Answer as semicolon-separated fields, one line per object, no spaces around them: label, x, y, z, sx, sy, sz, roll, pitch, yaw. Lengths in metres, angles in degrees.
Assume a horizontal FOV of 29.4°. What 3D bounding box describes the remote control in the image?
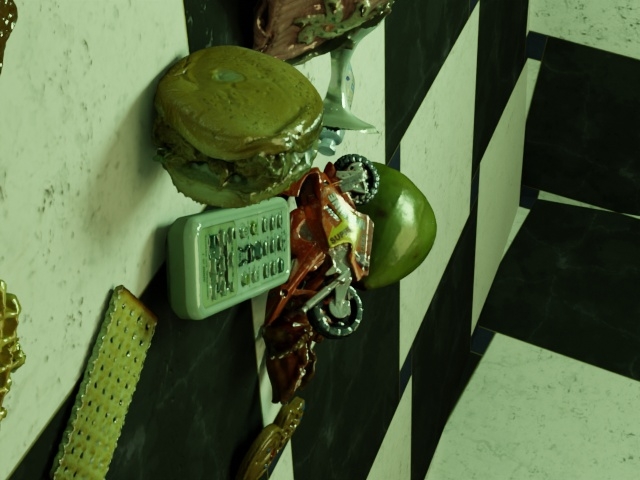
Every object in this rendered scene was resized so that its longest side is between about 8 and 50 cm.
remote control;-0.119;0.016;1.611;0.335;0.065;0.128;-20;111;-71

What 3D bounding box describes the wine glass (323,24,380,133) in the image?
wine glass;0.034;-0.312;1.794;0.143;0.143;0.321;-29;126;-68

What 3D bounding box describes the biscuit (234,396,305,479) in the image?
biscuit;-0.077;0.322;1.935;0.175;0.026;0.124;-48;162;-33

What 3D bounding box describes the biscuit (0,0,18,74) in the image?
biscuit;-0.300;-0.185;0.965;0.182;0.034;0.215;83;23;-48

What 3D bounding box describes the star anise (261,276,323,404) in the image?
star anise;-0.030;0.124;1.944;0.288;0.088;0.288;10;90;-71

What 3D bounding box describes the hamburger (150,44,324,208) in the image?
hamburger;-0.092;-0.133;1.422;0.215;0.189;0.122;-62;166;-48

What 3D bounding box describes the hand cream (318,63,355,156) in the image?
hand cream;0.028;-0.216;1.992;0.065;0.043;0.171;72;29;-60

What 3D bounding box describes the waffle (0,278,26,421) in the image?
waffle;-0.319;0.118;1.087;0.191;0.038;0.191;11;90;-73

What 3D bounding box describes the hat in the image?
hat;0.035;-0.335;1.626;0.286;0.107;0.237;-30;161;-27

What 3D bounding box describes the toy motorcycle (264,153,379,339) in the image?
toy motorcycle;0.002;0.000;1.838;0.089;0.171;0.298;-24;-127;60

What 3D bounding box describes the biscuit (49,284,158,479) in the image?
biscuit;-0.245;0.174;1.397;0.139;0.016;0.231;59;45;-66

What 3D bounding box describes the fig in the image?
fig;0.085;-0.014;2.054;0.203;0.203;0.225;78;34;-53
